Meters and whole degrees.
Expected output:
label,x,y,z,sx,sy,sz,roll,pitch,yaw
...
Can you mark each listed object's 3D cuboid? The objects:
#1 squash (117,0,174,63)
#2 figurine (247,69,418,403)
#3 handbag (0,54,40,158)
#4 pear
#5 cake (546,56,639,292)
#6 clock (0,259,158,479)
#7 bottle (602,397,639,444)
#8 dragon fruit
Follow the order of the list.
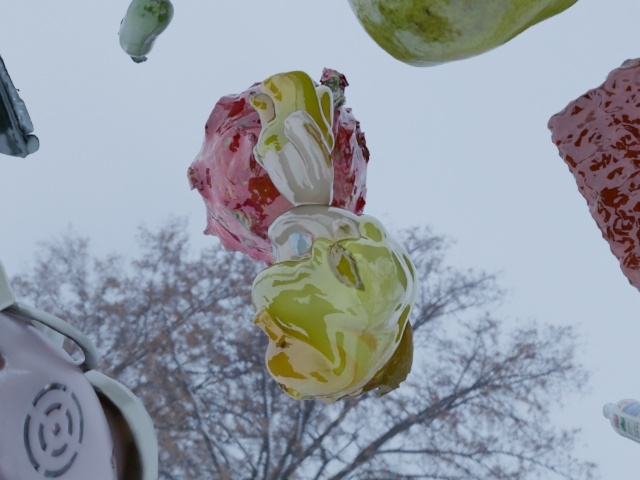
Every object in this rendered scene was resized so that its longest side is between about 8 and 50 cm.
label,x,y,z,sx,sy,sz,roll,pitch,yaw
squash,-0.219,-0.260,0.901,0.052,0.052,0.183,63,-22,-9
figurine,0.000,0.000,0.547,0.156,0.131,0.246,163,-84,-68
handbag,-0.344,-0.155,0.512,0.247,0.079,0.260,24,-28,7
pear,0.099,-0.232,0.539,0.197,0.197,0.197,34,-39,33
cake,0.480,-0.065,0.873,0.269,0.319,0.270,-32,-123,26
clock,-0.239,0.178,0.439,0.184,0.326,0.342,-3,-40,12
bottle,0.443,0.254,1.037,0.060,0.060,0.217,53,-2,7
dragon fruit,-0.039,-0.081,0.809,0.268,0.210,0.205,124,-48,-57
